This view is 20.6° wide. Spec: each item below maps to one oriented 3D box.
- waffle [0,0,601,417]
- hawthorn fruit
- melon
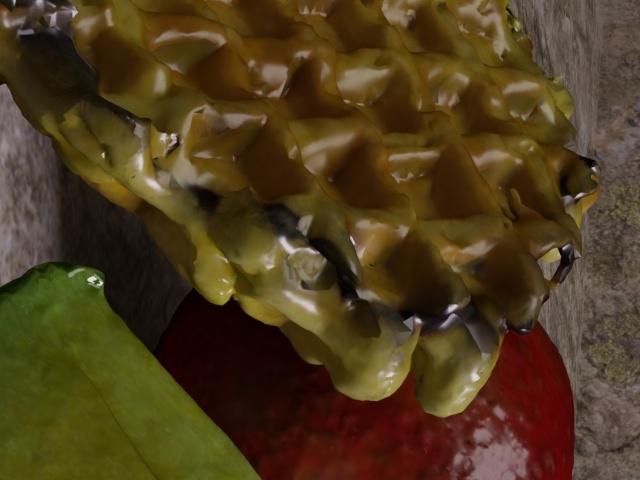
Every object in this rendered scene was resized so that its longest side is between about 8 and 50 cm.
[{"bbox_3d":[-0.017,-0.102,0.922,0.382,0.095,0.379,42,36,-7],"label":"waffle"},{"bbox_3d":[0.028,0.103,1.039,0.307,0.265,0.265,-54,141,-46],"label":"hawthorn fruit"},{"bbox_3d":[-0.126,0.215,0.662,0.343,0.226,0.331,-32,130,-57],"label":"melon"}]
